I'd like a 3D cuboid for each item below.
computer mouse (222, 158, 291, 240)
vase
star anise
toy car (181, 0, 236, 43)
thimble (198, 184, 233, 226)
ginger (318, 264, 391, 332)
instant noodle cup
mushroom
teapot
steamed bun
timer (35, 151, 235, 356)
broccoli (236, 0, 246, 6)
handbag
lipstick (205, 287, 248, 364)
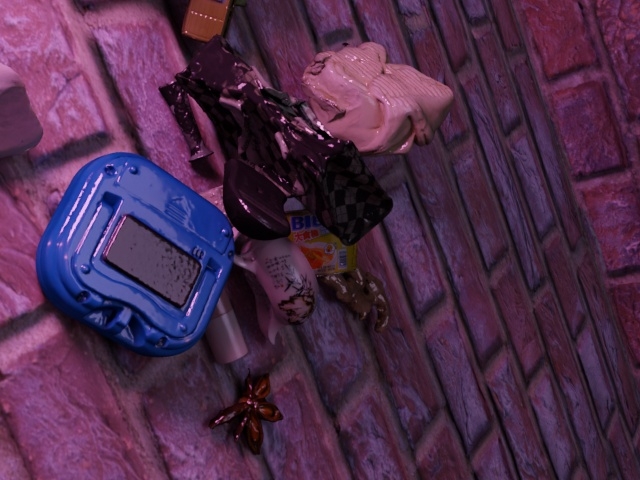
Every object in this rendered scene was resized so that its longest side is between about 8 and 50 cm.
[{"bbox_3d":[-0.134,-0.066,1.675,0.147,0.088,0.264,38,19,-18],"label":"computer mouse"},{"bbox_3d":[-0.273,-0.244,1.803,0.059,0.059,0.167,-36,108,-52],"label":"vase"},{"bbox_3d":[-0.136,0.356,1.799,0.157,0.053,0.212,60,37,-21],"label":"star anise"},{"bbox_3d":[-0.214,-0.533,1.830,0.124,0.101,0.257,-109,-145,-75],"label":"toy car"},{"bbox_3d":[-0.210,-0.061,1.778,0.102,0.115,0.090,-23,97,-35],"label":"thimble"},{"bbox_3d":[0.080,0.115,2.170,0.258,0.065,0.149,36,39,-35],"label":"ginger"},{"bbox_3d":[0.000,0.000,1.986,0.205,0.205,0.153,-11,94,-54],"label":"instant noodle cup"},{"bbox_3d":[-0.564,-0.155,1.327,0.159,0.122,0.329,56,40,-12],"label":"mushroom"},{"bbox_3d":[-0.106,0.071,1.821,0.300,0.165,0.208,59,-2,-37],"label":"teapot"},{"bbox_3d":[0.118,-0.327,2.213,0.394,0.237,0.347,13,35,-18],"label":"steamed bun"},{"bbox_3d":[-0.312,0.026,1.568,0.340,0.115,0.309,37,62,-31],"label":"timer"},{"bbox_3d":[-0.177,-0.618,1.983,0.194,0.219,0.194,-40,141,-42],"label":"broccoli"},{"bbox_3d":[-0.065,-0.202,1.729,0.416,0.180,0.317,43,-4,24],"label":"handbag"},{"bbox_3d":[-0.218,0.116,1.749,0.070,0.070,0.255,-31,104,-53],"label":"lipstick"}]
